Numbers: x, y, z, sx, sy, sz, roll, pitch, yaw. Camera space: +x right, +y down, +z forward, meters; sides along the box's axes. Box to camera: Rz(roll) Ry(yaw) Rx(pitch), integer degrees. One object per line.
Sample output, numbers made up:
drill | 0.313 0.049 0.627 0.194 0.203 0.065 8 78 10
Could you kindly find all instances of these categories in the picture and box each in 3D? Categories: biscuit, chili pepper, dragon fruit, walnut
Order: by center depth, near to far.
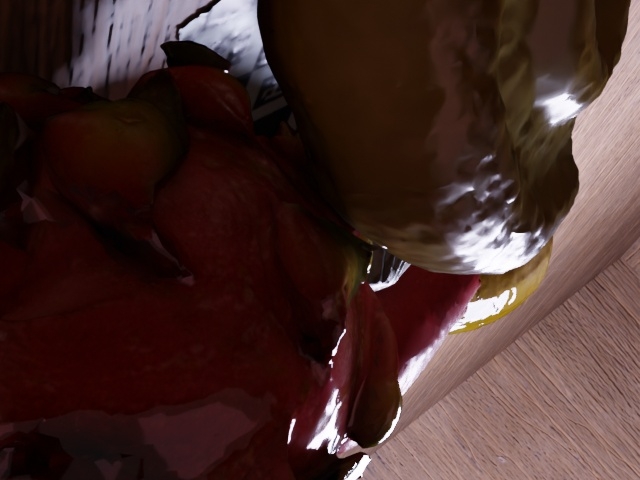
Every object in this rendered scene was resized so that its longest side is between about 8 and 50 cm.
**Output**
biscuit | 0.063 -0.117 0.426 0.213 0.091 0.274 -14 115 -62
dragon fruit | -0.098 0.037 0.476 0.307 0.243 0.227 32 108 -33
chili pepper | 0.001 0.101 0.932 0.338 0.134 0.131 -43 -171 -38
walnut | 0.152 0.023 1.193 0.245 0.137 0.137 -21 155 -43

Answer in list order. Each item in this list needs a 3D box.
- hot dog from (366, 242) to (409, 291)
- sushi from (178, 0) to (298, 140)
hot dog | 0.000 0.000 0.795 0.163 0.082 0.270 -16 180 7
sushi | 0.067 -0.128 0.708 0.294 0.059 0.292 -39 164 -9
